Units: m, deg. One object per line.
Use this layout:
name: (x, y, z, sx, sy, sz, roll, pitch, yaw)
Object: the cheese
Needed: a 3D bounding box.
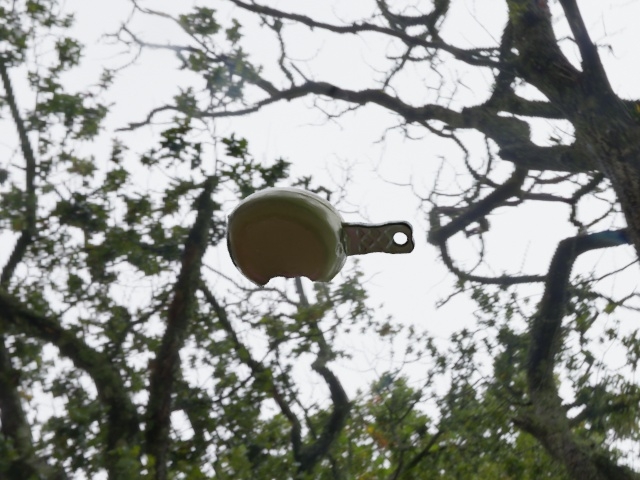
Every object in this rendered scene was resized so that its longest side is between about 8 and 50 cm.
cheese: (0.000, 0.000, 1.182, 0.286, 0.082, 0.163, 2, -61, 18)
